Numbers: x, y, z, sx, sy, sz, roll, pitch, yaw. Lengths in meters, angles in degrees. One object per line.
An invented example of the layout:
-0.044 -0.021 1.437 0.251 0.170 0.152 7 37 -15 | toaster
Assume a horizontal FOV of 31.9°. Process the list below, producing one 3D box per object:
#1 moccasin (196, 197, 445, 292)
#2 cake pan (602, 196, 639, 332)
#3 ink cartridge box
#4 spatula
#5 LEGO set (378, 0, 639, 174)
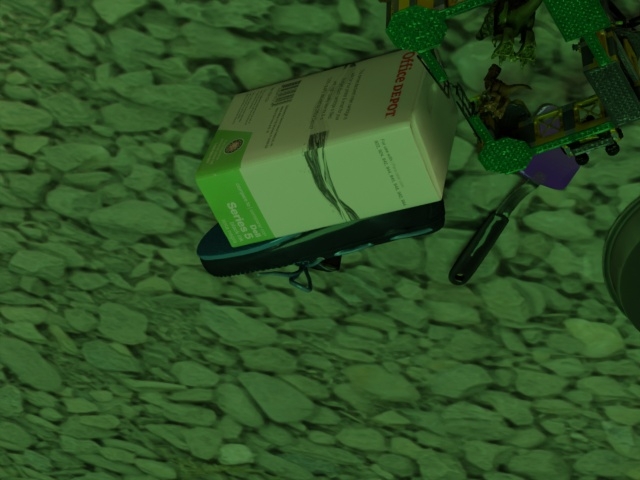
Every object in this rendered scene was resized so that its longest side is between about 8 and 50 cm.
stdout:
0.000 0.000 1.472 0.342 0.137 0.117 -14 126 24 | moccasin
0.510 0.045 1.430 0.293 0.054 0.293 7 128 9 | cake pan
0.014 -0.115 1.338 0.273 0.198 0.114 -12 123 22 | ink cartridge box
0.245 -0.044 1.443 0.084 0.030 0.296 25 128 -8 | spatula
0.219 -0.246 1.211 0.255 0.192 0.331 -24 135 32 | LEGO set
